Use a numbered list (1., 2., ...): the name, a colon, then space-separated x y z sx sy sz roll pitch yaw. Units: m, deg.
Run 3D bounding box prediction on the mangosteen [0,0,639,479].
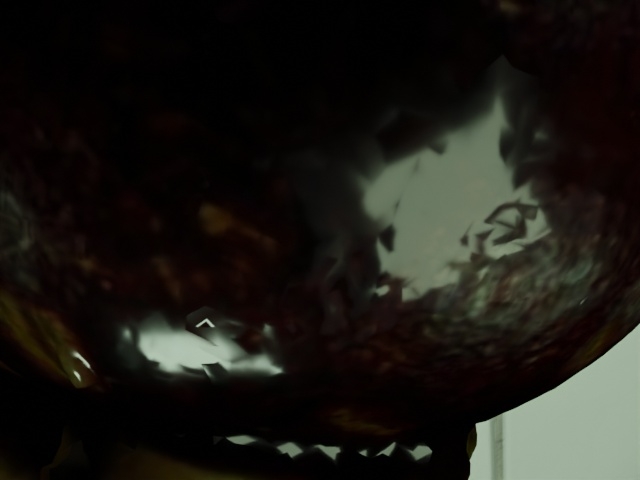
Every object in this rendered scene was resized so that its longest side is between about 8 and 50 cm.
1. mangosteen: -0.019 -0.038 0.546 0.307 0.307 0.347 -5 112 -50
